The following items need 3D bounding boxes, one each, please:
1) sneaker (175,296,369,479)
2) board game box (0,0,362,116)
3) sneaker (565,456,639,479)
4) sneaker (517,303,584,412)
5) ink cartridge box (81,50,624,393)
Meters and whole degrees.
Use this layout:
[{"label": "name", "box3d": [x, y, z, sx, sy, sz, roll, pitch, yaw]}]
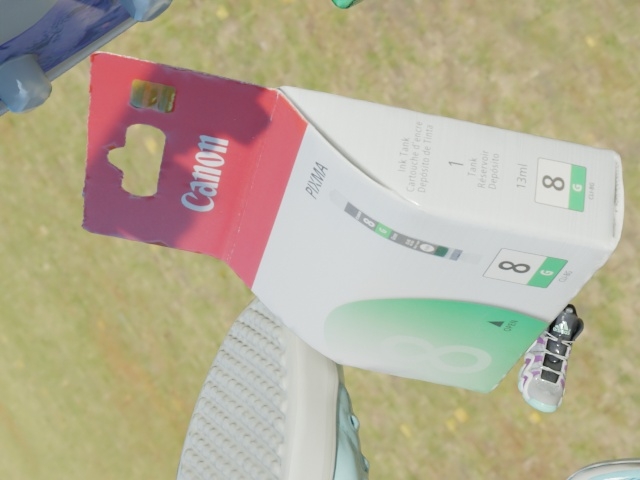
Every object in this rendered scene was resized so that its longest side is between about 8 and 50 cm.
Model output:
[{"label": "sneaker", "box3d": [0.002, 0.213, 0.840, 0.135, 0.150, 0.366, -24, 58, 47]}, {"label": "board game box", "box3d": [-0.115, -0.027, 0.206, 0.050, 0.390, 0.390, 55, 179, 6]}, {"label": "sneaker", "box3d": [0.323, 0.215, 1.104, 0.208, 0.319, 0.127, -100, 25, -74]}, {"label": "sneaker", "box3d": [0.183, 0.081, 1.079, 0.038, 0.098, 0.069, 17, 129, -5]}, {"label": "ink cartridge box", "box3d": [0.000, 0.000, 0.631, 0.181, 0.224, 0.056, 113, 165, -63]}]
